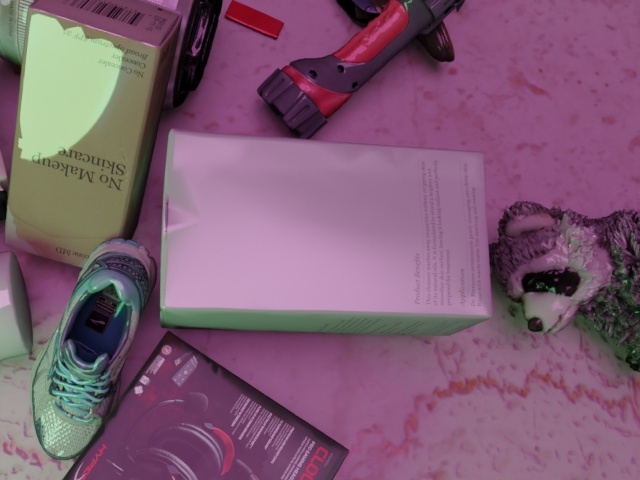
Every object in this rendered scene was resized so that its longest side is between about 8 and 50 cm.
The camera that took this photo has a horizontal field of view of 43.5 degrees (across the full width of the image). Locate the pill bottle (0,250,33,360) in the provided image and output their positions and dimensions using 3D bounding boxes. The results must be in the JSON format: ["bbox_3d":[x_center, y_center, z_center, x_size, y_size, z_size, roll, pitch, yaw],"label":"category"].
[{"bbox_3d":[-0.496,0.099,0.914,0.302,0.169,0.169,-11,78,-12],"label":"pill bottle"}]

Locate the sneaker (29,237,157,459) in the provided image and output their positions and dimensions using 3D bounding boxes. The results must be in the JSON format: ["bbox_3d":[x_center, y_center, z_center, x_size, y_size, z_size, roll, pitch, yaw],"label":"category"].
[{"bbox_3d":[-0.277,0.138,0.926,0.110,0.122,0.283,18,103,-10],"label":"sneaker"}]

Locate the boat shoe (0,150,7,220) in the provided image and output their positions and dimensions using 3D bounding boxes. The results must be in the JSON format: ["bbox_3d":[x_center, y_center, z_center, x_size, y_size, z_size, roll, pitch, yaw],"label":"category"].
[{"bbox_3d":[-0.494,-0.171,0.965,0.158,0.127,0.340,-13,69,-27],"label":"boat shoe"}]

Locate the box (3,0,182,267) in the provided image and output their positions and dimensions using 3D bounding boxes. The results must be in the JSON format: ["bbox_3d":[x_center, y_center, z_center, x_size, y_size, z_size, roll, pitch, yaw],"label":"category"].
[{"bbox_3d":[-0.270,-0.127,0.940,0.148,0.311,0.121,15,33,-6],"label":"box"}]

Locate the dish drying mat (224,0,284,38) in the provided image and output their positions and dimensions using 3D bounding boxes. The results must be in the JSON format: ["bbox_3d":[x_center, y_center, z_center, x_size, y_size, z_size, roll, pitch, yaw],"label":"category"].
[{"bbox_3d":[-0.097,-0.325,1.179,0.083,0.008,0.032,23,72,-3],"label":"dish drying mat"}]

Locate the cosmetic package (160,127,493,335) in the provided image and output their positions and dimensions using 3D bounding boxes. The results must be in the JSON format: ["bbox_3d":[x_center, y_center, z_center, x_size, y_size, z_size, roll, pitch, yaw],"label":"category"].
[{"bbox_3d":[0.000,0.000,0.976,0.385,0.156,0.217,4,74,-8],"label":"cosmetic package"}]

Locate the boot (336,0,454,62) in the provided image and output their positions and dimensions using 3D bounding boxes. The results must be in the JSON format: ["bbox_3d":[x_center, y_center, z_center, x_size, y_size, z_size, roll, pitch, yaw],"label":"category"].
[{"bbox_3d":[0.104,-0.331,1.188,0.106,0.082,0.219,-31,73,-5],"label":"boot"}]

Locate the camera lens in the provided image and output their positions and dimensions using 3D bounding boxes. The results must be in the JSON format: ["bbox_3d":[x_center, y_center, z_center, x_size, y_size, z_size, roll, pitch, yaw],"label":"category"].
[{"bbox_3d":[-0.275,-0.302,1.030,0.274,0.219,0.219,16,73,-6],"label":"camera lens"}]

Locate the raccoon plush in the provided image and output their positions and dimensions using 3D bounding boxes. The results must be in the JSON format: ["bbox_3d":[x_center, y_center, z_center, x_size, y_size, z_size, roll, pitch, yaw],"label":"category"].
[{"bbox_3d":[0.418,-0.007,1.139,0.299,0.216,0.446,32,42,14],"label":"raccoon plush"}]

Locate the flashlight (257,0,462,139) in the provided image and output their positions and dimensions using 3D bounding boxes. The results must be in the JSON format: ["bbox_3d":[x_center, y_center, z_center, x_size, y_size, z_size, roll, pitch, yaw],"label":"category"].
[{"bbox_3d":[0.054,-0.272,1.098,0.304,0.103,0.103,-44,82,4],"label":"flashlight"}]

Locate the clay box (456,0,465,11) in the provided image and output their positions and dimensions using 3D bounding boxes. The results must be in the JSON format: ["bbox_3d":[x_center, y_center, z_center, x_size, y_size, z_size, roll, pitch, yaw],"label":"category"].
[{"bbox_3d":[0.175,-0.466,1.202,0.053,0.127,0.222,-12,77,-12],"label":"clay box"}]

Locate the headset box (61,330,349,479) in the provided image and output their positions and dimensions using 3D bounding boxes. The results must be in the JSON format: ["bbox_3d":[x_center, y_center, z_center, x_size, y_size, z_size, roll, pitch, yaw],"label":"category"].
[{"bbox_3d":[-0.123,0.282,0.961,0.293,0.110,0.218,34,72,0],"label":"headset box"}]
